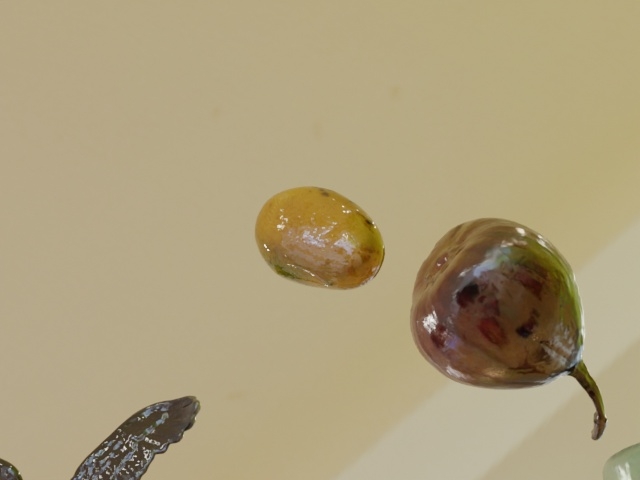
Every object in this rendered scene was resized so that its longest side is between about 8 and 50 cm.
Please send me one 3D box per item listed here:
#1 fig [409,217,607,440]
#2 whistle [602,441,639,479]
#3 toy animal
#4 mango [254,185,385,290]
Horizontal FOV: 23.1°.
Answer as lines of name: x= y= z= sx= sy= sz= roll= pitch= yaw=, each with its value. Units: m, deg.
fig: x=0.167 y=0.064 z=1.356 sx=0.148 sy=0.202 sz=0.149 roll=-66 pitch=-24 yaw=3
whistle: x=0.305 y=0.154 z=1.108 sx=0.258 sy=0.067 sz=0.126 roll=-27 pitch=-21 yaw=34
toy animal: x=-0.243 y=0.247 z=1.341 sx=0.272 sy=0.197 sz=0.160 roll=-17 pitch=-82 yaw=-49
mango: x=0.000 y=0.000 z=1.155 sx=0.079 sy=0.114 sz=0.057 roll=-40 pitch=-45 yaw=-19
